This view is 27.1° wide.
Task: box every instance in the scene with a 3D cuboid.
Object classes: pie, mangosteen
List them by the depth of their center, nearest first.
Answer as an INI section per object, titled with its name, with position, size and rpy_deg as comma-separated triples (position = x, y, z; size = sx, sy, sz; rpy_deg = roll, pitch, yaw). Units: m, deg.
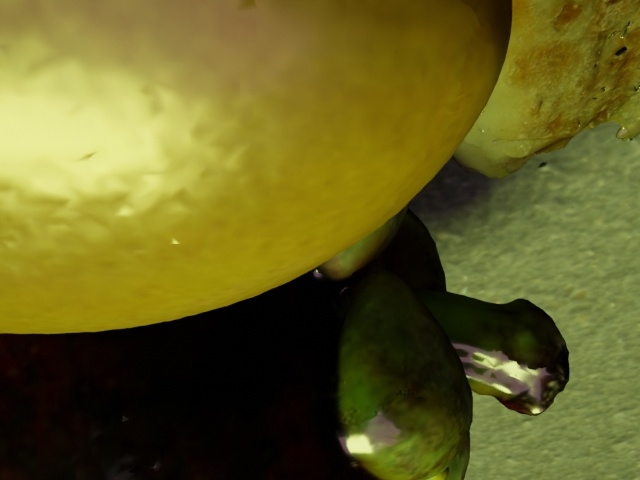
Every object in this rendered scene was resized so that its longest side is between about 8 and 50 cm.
[pie]
position = 0.091, -0.125, 0.535
size = 0.129, 0.068, 0.282
rpy_deg = -21, 141, -1
[mangosteen]
position = -0.079, 0.075, 0.649
size = 0.330, 0.330, 0.330
rpy_deg = -2, 141, -1

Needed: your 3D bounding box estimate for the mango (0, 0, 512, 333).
[mango]
position = -0.160, -0.108, 0.425
size = 0.446, 0.232, 0.300
rpy_deg = 15, 135, 4
